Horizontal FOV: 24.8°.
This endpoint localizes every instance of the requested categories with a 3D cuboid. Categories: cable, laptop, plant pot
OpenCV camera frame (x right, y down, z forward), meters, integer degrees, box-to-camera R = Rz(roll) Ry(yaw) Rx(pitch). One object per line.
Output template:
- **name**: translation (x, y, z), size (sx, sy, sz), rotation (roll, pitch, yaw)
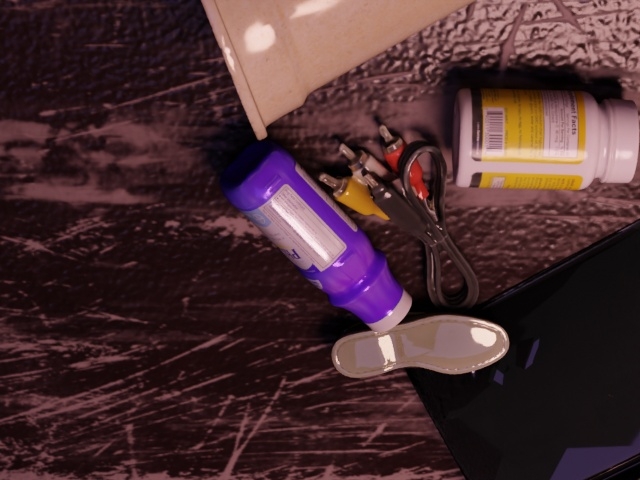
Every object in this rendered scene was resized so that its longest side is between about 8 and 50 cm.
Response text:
- **cable**: translation (0.129, -0.031, 1.829), size (0.139, 0.072, 0.287), rotation (-37, 125, 10)
- **laptop**: translation (0.385, 0.230, 1.981), size (0.382, 0.236, 0.408), rotation (-29, 143, 17)
- **plant pot**: translation (0.015, -0.314, 1.531), size (0.305, 0.334, 0.334), rotation (-21, 118, -1)

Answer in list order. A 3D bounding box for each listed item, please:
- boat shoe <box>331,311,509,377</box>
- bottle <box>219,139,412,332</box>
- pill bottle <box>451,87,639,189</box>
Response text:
- **boat shoe**: translation (0.130, 0.128, 1.891), size (0.227, 0.069, 0.081), rotation (-5, 105, 8)
- **bottle**: translation (0.000, 0.000, 1.798), size (0.092, 0.118, 0.283), rotation (-47, 113, -6)
- **pill bottle**: translation (0.263, -0.119, 1.725), size (0.208, 0.119, 0.119), rotation (2, 120, 0)
